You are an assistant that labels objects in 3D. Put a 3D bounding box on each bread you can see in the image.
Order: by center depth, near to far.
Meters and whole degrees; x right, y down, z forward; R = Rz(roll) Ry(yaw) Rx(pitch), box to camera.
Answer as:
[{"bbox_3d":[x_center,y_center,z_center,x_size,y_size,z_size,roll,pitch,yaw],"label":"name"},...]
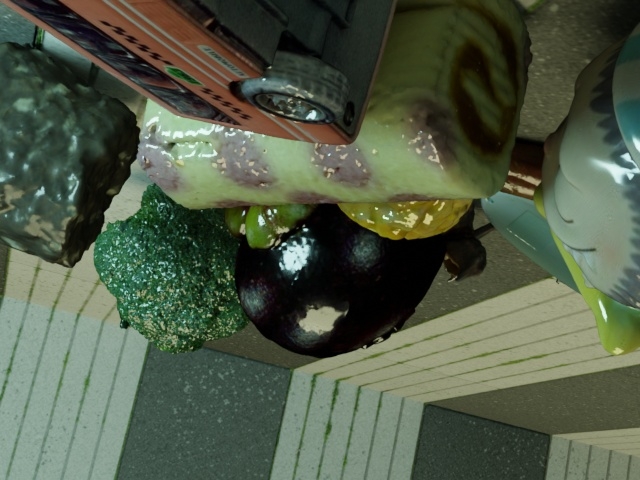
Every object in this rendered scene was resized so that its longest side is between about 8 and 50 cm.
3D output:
[{"bbox_3d":[0.006,-0.124,1.010,0.338,0.187,0.155,-2,154,37],"label":"bread"}]

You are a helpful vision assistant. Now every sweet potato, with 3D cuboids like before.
[{"bbox_3d":[0.247,-0.076,1.239,0.255,0.058,0.078,5,143,12],"label":"sweet potato"}]

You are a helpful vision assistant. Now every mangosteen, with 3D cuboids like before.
[{"bbox_3d":[0.000,0.004,1.389,0.288,0.287,0.233,15,125,-11],"label":"mangosteen"}]

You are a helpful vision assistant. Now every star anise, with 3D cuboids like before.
[{"bbox_3d":[0.253,0.008,1.480,0.227,0.148,0.218,-12,133,-12],"label":"star anise"}]

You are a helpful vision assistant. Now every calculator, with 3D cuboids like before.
[{"bbox_3d":[0.325,0.018,1.378,0.299,0.041,0.185,34,163,-1],"label":"calculator"}]

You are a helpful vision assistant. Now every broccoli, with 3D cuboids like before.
[{"bbox_3d":[-0.184,0.021,1.692,0.269,0.269,0.254,-10,111,54],"label":"broccoli"}]

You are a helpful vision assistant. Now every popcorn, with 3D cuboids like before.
[{"bbox_3d":[0.083,-0.086,1.155,0.180,0.180,0.170,10,175,8],"label":"popcorn"}]

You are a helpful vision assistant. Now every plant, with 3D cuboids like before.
[{"bbox_3d":[-0.375,-0.118,1.281,0.312,0.213,0.215,23,166,-4],"label":"plant"}]

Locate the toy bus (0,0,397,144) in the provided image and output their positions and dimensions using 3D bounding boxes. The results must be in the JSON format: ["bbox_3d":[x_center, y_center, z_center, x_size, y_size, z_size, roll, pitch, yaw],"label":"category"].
[{"bbox_3d":[-0.114,-0.224,0.720,0.233,0.203,0.427,8,167,31],"label":"toy bus"}]

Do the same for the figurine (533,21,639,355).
[{"bbox_3d":[0.319,-0.026,0.812,0.361,0.266,0.377,49,179,22],"label":"figurine"}]
